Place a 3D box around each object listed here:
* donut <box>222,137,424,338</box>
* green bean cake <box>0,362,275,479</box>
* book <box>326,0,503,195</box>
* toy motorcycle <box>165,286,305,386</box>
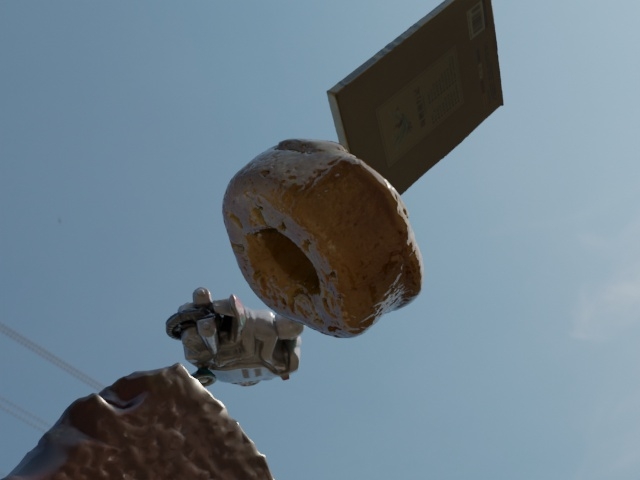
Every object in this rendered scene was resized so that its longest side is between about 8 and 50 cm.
[{"bbox_3d":[-0.001,-0.002,0.994,0.114,0.227,0.226,-39,-55,-30],"label":"donut"},{"bbox_3d":[-0.129,0.174,0.363,0.097,0.233,0.198,36,-66,10],"label":"green bean cake"},{"bbox_3d":[0.140,-0.192,1.299,0.310,0.021,0.217,-41,-44,-26],"label":"book"},{"bbox_3d":[-0.101,0.137,1.342,0.171,0.110,0.260,-22,-33,10],"label":"toy motorcycle"}]
